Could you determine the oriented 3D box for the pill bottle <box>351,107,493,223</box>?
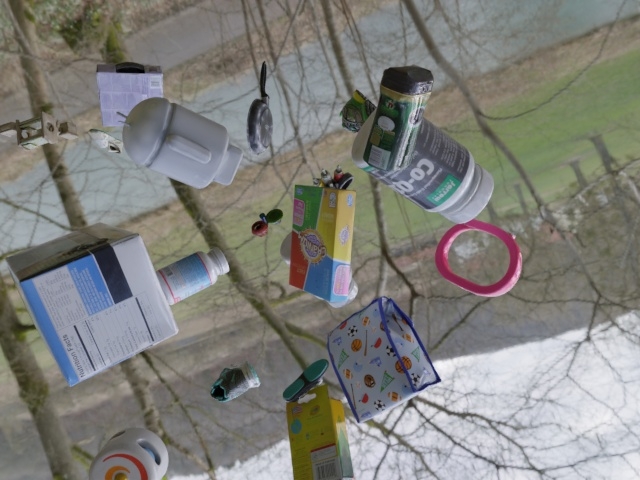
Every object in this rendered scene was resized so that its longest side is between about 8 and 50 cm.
[{"bbox_3d":[0.280,-0.203,1.501,0.361,0.204,0.204,29,156,-22],"label":"pill bottle"}]

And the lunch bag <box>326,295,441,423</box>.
[{"bbox_3d":[0.225,0.450,2.156,0.328,0.385,0.239,-40,157,30],"label":"lunch bag"}]

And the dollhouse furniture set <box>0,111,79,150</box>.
[{"bbox_3d":[-0.949,-0.342,1.886,0.182,0.101,0.161,-12,171,17],"label":"dollhouse furniture set"}]

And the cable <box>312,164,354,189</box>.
[{"bbox_3d":[0.047,-0.175,1.972,0.140,0.072,0.287,-25,160,-6],"label":"cable"}]

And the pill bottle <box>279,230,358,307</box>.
[{"bbox_3d":[0.006,0.101,2.018,0.176,0.318,0.176,-23,-143,19],"label":"pill bottle"}]

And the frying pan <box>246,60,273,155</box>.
[{"bbox_3d":[-0.197,-0.450,1.974,0.053,0.326,0.197,7,152,14],"label":"frying pan"}]

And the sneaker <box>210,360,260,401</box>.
[{"bbox_3d":[-0.178,0.272,1.049,0.076,0.065,0.166,-26,170,-32],"label":"sneaker"}]

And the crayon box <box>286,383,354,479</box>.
[{"bbox_3d":[-0.008,0.679,1.918,0.202,0.318,0.081,-27,145,28],"label":"crayon box"}]

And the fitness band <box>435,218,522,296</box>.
[{"bbox_3d":[0.468,0.049,1.664,0.054,0.209,0.291,20,-175,-40],"label":"fitness band"}]

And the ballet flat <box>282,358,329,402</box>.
[{"bbox_3d":[-0.044,0.496,1.953,0.203,0.074,0.074,-41,180,-4],"label":"ballet flat"}]

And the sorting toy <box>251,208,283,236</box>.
[{"bbox_3d":[-0.144,-0.045,1.533,0.102,0.061,0.042,-33,137,-7],"label":"sorting toy"}]

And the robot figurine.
[{"bbox_3d":[-0.403,-0.276,1.581,0.354,0.199,0.300,22,180,-29],"label":"robot figurine"}]

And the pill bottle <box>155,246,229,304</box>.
[{"bbox_3d":[-0.299,0.079,1.299,0.160,0.087,0.087,-27,-179,-22],"label":"pill bottle"}]

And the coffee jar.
[{"bbox_3d":[0.139,-0.221,1.001,0.079,0.184,0.096,32,-144,30],"label":"coffee jar"}]

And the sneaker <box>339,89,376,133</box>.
[{"bbox_3d":[0.166,-0.466,2.181,0.146,0.134,0.343,-48,-154,17],"label":"sneaker"}]

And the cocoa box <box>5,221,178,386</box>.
[{"bbox_3d":[-0.494,0.113,1.177,0.228,0.231,0.347,-26,-161,-28],"label":"cocoa box"}]

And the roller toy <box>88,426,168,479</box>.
[{"bbox_3d":[-0.539,0.638,1.557,0.209,0.191,0.146,4,-175,0],"label":"roller toy"}]

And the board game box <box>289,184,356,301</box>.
[{"bbox_3d":[0.000,0.000,1.642,0.064,0.316,0.242,-1,-172,-33],"label":"board game box"}]

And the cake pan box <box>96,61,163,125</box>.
[{"bbox_3d":[-0.760,-0.581,2.235,0.246,0.070,0.266,-7,139,-19],"label":"cake pan box"}]

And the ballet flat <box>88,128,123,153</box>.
[{"bbox_3d":[-0.733,-0.337,1.914,0.057,0.052,0.168,-4,173,16],"label":"ballet flat"}]
